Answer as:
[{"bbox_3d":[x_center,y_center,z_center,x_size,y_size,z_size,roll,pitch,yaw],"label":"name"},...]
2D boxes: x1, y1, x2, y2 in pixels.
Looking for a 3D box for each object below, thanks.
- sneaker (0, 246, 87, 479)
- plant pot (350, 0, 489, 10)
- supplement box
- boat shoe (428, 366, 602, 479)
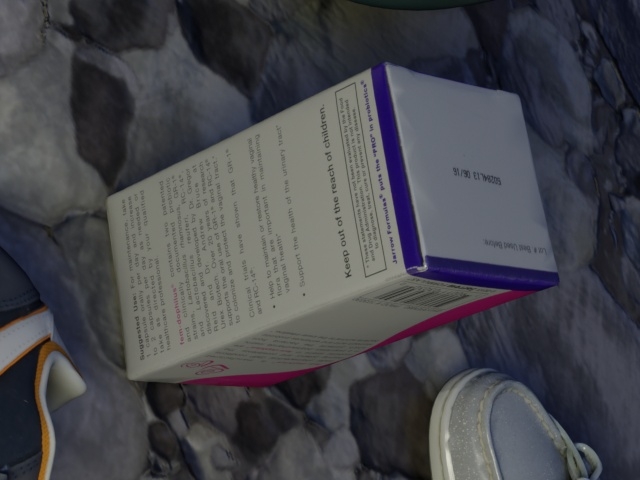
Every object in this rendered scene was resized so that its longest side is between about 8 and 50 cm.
[{"bbox_3d":[-0.199,0.116,0.808,0.127,0.126,0.321,48,42,-14],"label":"sneaker"},{"bbox_3d":[0.076,-0.281,1.209,0.293,0.235,0.293,23,57,-41],"label":"plant pot"},{"bbox_3d":[0.000,0.000,1.009,0.111,0.220,0.114,8,66,-47],"label":"supplement box"},{"bbox_3d":[0.170,0.222,1.185,0.118,0.103,0.320,-25,92,-50],"label":"boat shoe"}]
